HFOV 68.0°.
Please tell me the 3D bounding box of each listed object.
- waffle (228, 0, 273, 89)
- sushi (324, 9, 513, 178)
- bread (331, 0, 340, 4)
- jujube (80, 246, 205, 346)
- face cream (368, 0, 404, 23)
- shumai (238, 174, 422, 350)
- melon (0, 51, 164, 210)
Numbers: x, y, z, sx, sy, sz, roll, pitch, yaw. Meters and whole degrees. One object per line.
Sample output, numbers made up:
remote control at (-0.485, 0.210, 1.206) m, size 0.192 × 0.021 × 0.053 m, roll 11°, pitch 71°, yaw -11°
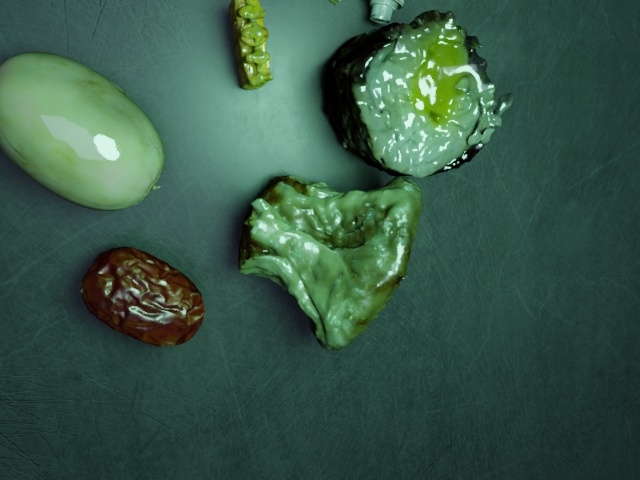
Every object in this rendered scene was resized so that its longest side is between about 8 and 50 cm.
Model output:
waffle at (-0.130, -0.370, 0.890) m, size 0.055 × 0.211 × 0.161 m, roll -11°, pitch 108°, yaw -11°
sushi at (0.169, -0.278, 0.949) m, size 0.281 × 0.294 × 0.299 m, roll -41°, pitch 112°, yaw -1°
bread at (0.019, -0.554, 0.972) m, size 0.094 × 0.035 × 0.090 m, roll 27°, pitch 96°, yaw -20°
jujube at (-0.364, 0.120, 0.985) m, size 0.250 × 0.174 × 0.174 m, roll 36°, pitch 94°, yaw -28°
face cream at (0.166, -0.622, 0.955) m, size 0.105 × 0.105 × 0.349 m, roll 12°, pitch 101°, yaw -17°
shumai at (0.000, 0.000, 0.994) m, size 0.323 × 0.324 × 0.398 m, roll 27°, pitch 96°, yaw -3°
melon at (-0.431, -0.187, 0.855) m, size 0.317 × 0.223 × 0.223 m, roll 39°, pitch 93°, yaw -23°
